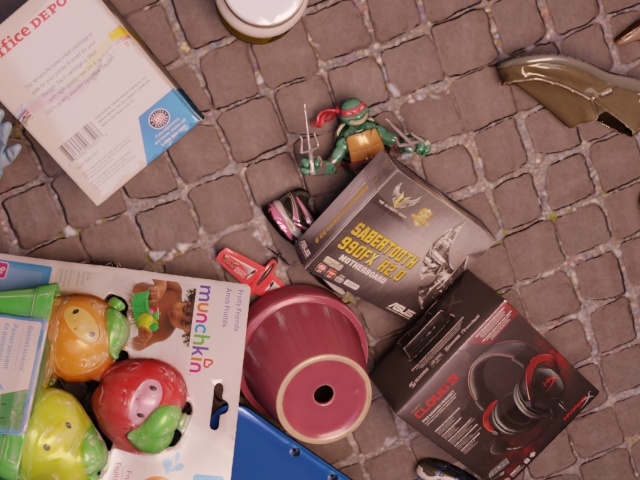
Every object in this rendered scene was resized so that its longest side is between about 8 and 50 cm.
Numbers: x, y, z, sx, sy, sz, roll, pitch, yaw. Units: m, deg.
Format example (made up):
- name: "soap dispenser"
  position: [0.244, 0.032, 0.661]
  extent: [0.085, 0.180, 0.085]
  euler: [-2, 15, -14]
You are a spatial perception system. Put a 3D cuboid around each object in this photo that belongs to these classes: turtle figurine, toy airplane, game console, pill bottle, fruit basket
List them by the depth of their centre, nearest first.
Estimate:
- name: "fruit basket"
  position: [-0.275, 0.182, 0.934]
  extent: [0.353, 0.165, 0.327]
  euler: [7, 69, -5]
- name: "pill bottle"
  position: [-0.075, -0.312, 0.950]
  extent: [0.119, 0.208, 0.119]
  euler: [-1, 102, -6]
- name: "turtle figurine"
  position: [0.068, -0.112, 1.056]
  extent: [0.175, 0.118, 0.234]
  euler: [-16, 119, 12]
- name: "game console"
  position: [-0.095, 0.370, 1.100]
  extent: [0.293, 0.250, 0.173]
  euler: [38, 71, -12]
- name: "toy airplane"
  position: [-0.104, 0.077, 1.117]
  extent: [0.151, 0.028, 0.151]
  euler: [-4, 107, -12]

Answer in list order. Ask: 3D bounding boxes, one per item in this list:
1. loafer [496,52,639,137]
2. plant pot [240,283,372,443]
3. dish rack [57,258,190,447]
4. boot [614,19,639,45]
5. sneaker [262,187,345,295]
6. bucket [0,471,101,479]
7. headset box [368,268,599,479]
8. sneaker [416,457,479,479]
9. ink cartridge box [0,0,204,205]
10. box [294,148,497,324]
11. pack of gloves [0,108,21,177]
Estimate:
- name: "loafer"
  position: [0.369, -0.205, 1.083]
  extent: [0.251, 0.094, 0.087]
  euler: [12, 95, -9]
- name: "plant pot"
  position: [-0.016, 0.183, 1.058]
  extent: [0.201, 0.180, 0.201]
  euler: [-4, 106, -13]
- name: "dish rack"
  position: [-0.320, 0.166, 1.090]
  extent: [0.208, 0.074, 0.271]
  euler: [-26, 101, -3]
- name: "boot"
  position: [0.499, -0.293, 1.109]
  extent: [0.118, 0.042, 0.087]
  euler: [-36, 105, 2]
- name: "sneaker"
  position: [0.000, 0.000, 1.096]
  extent: [0.077, 0.072, 0.178]
  euler: [-40, 109, -9]
- name: "bucket"
  position: [-0.386, 0.397, 0.996]
  extent: [0.281, 0.281, 0.183]
  euler: [21, 130, -10]
- name: "headset box"
  position: [0.231, 0.201, 1.103]
  extent: [0.218, 0.110, 0.293]
  euler: [-47, 119, 3]
- name: "sneaker"
  position: [0.234, 0.420, 1.200]
  extent: [0.211, 0.080, 0.081]
  euler: [35, 92, -11]
- name: "ink cartridge box"
  position: [-0.288, -0.194, 0.969]
  extent: [0.171, 0.168, 0.232]
  euler: [-38, 103, 2]
- name: "box"
  position: [0.107, 0.004, 1.049]
  extent: [0.231, 0.056, 0.183]
  euler: [30, 112, -38]
- name: "pack of gloves"
  position: [-0.473, -0.144, 0.943]
  extent: [0.195, 0.232, 0.046]
  euler: [51, 51, -7]
